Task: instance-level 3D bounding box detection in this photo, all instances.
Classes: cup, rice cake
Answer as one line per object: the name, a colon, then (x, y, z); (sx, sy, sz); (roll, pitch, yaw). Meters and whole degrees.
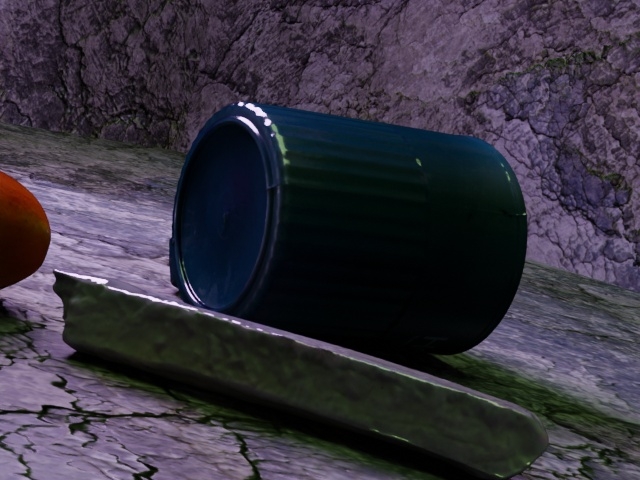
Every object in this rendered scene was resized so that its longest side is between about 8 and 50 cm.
cup: (0.006, -0.017, 1.086); (0.292, 0.242, 0.308); (6, 13, -35)
rice cake: (-0.025, 0.102, 0.794); (0.399, 0.064, 0.070); (16, -2, 15)

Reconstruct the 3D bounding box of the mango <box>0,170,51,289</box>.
mango: (-0.352, -0.010, 0.824); (0.146, 0.129, 0.289); (21, 19, 37)
